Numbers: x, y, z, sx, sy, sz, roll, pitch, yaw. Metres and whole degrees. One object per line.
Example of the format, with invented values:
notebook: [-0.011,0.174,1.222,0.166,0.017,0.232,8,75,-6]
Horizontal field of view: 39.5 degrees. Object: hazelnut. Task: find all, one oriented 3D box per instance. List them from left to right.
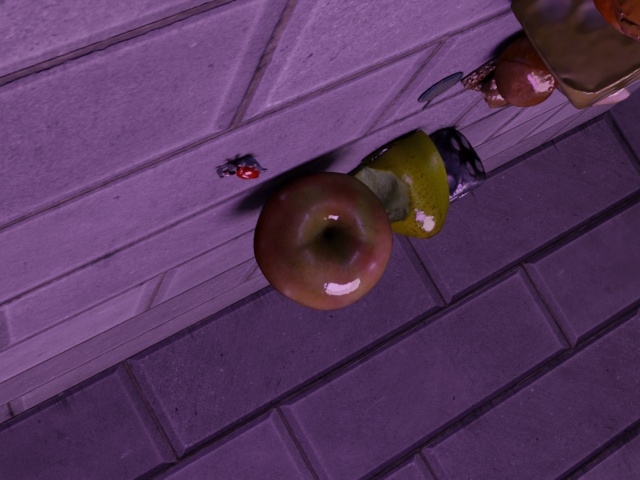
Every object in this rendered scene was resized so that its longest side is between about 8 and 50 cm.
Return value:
hazelnut: [0.439,-0.367,1.890,0.150,0.150,0.150,-29,173,-4]

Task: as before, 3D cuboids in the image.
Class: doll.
doll: [-0.138,-0.129,1.611,0.114,0.039,0.057,-7,136,-53]

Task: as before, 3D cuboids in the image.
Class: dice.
dice: [0.339,-0.194,2.488,0.181,0.182,0.183,-35,172,29]
dice: [0.490,-0.382,1.552,0.238,0.233,0.227,-32,174,20]

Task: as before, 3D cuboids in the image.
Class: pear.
pear: [0.208,-0.114,2.301,0.159,0.292,0.292,-36,178,-34]

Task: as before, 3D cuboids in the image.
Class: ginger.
ginger: [0.427,-0.346,2.016,0.165,0.067,0.096,-25,147,-31]

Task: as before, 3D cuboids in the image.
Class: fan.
fan: [0.254,-0.322,1.955,0.113,0.005,0.175,-28,173,-18]

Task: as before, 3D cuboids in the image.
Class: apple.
apple: [0.000,0.000,2.009,0.319,0.319,0.277,-27,-179,-20]

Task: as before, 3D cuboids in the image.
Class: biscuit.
biscuit: [0.403,-0.384,2.048,0.131,0.025,0.231,-33,172,24]

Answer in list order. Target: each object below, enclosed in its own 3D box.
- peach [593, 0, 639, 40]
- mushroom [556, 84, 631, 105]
peach: [0.551,-0.421,1.237,0.373,0.290,0.372,-25,135,-28]
mushroom: [0.790,-0.448,2.602,0.173,0.162,0.236,-33,171,9]
